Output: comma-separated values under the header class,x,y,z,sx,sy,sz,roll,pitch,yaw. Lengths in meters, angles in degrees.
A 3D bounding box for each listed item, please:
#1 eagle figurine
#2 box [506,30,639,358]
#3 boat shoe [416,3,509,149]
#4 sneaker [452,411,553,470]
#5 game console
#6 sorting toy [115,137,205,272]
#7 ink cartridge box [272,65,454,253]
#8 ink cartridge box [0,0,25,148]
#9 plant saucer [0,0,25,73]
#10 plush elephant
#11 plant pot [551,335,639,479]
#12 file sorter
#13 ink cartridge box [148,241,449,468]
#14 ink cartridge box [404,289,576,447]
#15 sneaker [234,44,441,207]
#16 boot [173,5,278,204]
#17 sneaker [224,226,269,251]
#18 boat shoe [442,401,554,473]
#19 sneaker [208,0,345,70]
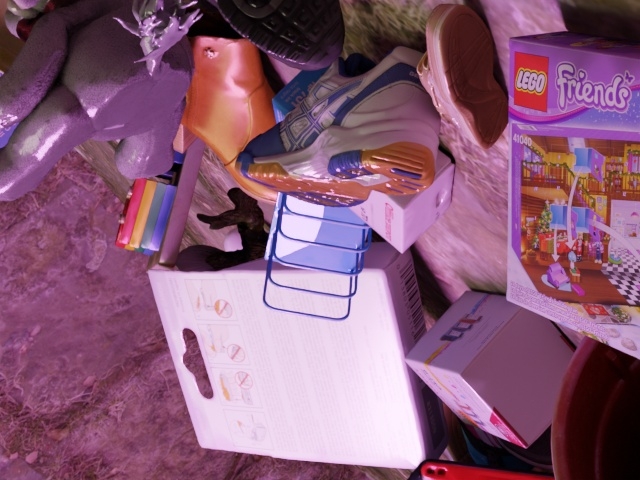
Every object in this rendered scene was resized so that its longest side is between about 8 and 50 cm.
class,x,y,z,sx,sy,sz,roll,pitch,yaw
eagle figurine,-0.039,0.051,1.842,0.225,0.226,0.298,4,137,48
box,0.231,-0.020,0.802,0.293,0.057,0.200,26,123,57
boat shoe,0.109,-0.138,1.033,0.059,0.063,0.170,30,163,32
sneaker,0.269,0.262,1.687,0.178,0.124,0.295,59,170,-33
game console,0.287,0.351,1.696,0.342,0.060,0.386,11,164,3
sorting toy,-0.244,-0.085,1.885,0.089,0.255,0.257,14,172,-11
ink cartridge box,0.046,-0.093,1.350,0.191,0.082,0.139,42,167,17
ink cartridge box,-0.430,-0.263,1.568,0.270,0.395,0.151,48,175,-18
plant saucer,-0.316,-0.302,1.485,0.241,0.241,0.037,48,-178,-17
plush elephant,-0.270,-0.235,1.358,0.255,0.272,0.330,57,136,18
plant pot,0.340,0.184,0.947,0.272,0.272,0.265,36,174,34
file sorter,0.000,0.000,1.490,0.118,0.104,0.170,10,132,-5
ink cartridge box,-0.031,0.159,1.747,0.385,0.091,0.308,0,115,31
ink cartridge box,0.211,0.151,1.507,0.128,0.127,0.176,47,169,-13
sneaker,0.023,-0.109,1.205,0.112,0.131,0.296,17,169,-33
boot,-0.080,-0.163,1.501,0.295,0.104,0.211,22,141,12
sneaker,-0.068,0.037,2.129,0.235,0.094,0.153,42,166,13
boat shoe,0.298,0.364,1.971,0.342,0.123,0.123,41,168,-13
sneaker,-0.075,-0.261,1.186,0.286,0.109,0.130,48,179,19
